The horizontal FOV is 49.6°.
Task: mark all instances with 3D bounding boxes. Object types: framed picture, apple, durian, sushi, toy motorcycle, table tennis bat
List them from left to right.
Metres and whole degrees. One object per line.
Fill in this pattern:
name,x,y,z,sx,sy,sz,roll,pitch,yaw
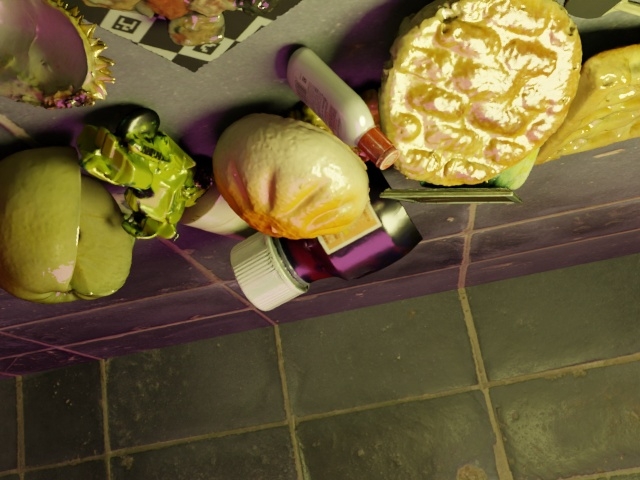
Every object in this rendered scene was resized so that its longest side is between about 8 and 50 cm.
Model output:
durian,-0.361,-0.231,0.838,0.252,0.139,0.144,19,176,-5
apple,-0.495,-0.017,1.252,0.233,0.258,0.295,-8,163,3
toy motorcycle,-0.312,-0.109,1.253,0.142,0.206,0.342,29,174,19
sushi,-0.164,-0.307,0.853,0.320,0.069,0.339,-21,159,31
framed picture,0.255,-0.083,1.300,0.231,0.018,0.293,1,180,19
table tennis bat,0.451,-0.370,1.077,0.156,0.013,0.087,1,158,-29

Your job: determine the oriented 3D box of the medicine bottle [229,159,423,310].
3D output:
medicine bottle,0.000,0.000,1.497,0.395,0.243,0.242,-28,158,10

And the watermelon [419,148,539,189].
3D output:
watermelon,0.252,-0.199,1.266,0.261,0.213,0.201,0,180,-21

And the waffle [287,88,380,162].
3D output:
waffle,0.044,-0.213,1.262,0.219,0.057,0.229,3,159,-33

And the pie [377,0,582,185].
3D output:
pie,0.240,-0.232,1.058,0.339,0.083,0.339,-6,126,-9

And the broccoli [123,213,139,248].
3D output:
broccoli,-0.467,0.002,1.536,0.138,0.146,0.162,-45,-175,-16

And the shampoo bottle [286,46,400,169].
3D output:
shampoo bottle,0.034,-0.197,1.061,0.051,0.221,0.108,-38,163,-16

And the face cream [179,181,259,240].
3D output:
face cream,-0.171,-0.057,1.581,0.173,0.081,0.348,-25,157,28

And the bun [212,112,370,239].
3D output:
bun,-0.060,-0.088,1.253,0.298,0.165,0.299,18,163,6

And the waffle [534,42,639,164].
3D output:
waffle,0.549,-0.259,1.278,0.304,0.078,0.348,-17,165,-11
